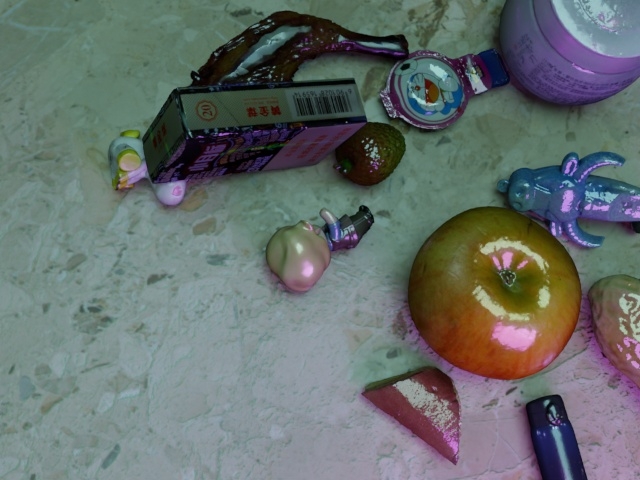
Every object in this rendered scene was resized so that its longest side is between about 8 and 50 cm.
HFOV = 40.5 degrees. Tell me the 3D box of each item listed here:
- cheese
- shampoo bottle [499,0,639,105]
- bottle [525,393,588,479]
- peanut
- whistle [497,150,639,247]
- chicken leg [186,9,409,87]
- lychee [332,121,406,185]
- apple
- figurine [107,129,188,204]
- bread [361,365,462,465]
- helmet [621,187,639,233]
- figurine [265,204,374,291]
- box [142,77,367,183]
[{"bbox_3d":[0.224,-0.281,1.556,0.244,0.062,0.155,-19,80,-12],"label":"cheese"},{"bbox_3d":[0.461,-0.383,1.506,0.273,0.266,0.272,2,79,-9],"label":"shampoo bottle"},{"bbox_3d":[0.401,0.379,1.434,0.072,0.082,0.244,-13,80,-8],"label":"bottle"},{"bbox_3d":[0.572,0.190,1.469,0.149,0.149,0.313,-39,81,-13],"label":"peanut"},{"bbox_3d":[0.443,-0.077,1.509,0.269,0.180,0.093,9,33,12],"label":"whistle"},{"bbox_3d":[-0.040,-0.328,1.514,0.407,0.096,0.157,-17,84,-12],"label":"chicken leg"},{"bbox_3d":[0.082,-0.149,1.482,0.146,0.114,0.114,-29,83,-27],"label":"lychee"},{"bbox_3d":[0.282,0.082,1.401,0.286,0.233,0.285,1,78,-6],"label":"apple"},{"bbox_3d":[-0.266,-0.128,1.446,0.178,0.109,0.129,13,55,-8],"label":"figurine"},{"bbox_3d":[0.174,0.266,1.433,0.192,0.067,0.119,36,76,0],"label":"bread"},{"bbox_3d":[0.555,-0.055,1.562,0.065,0.049,0.084,-14,107,-45],"label":"helmet"},{"bbox_3d":[0.000,0.000,1.446,0.196,0.114,0.108,-35,84,-21],"label":"figurine"},{"bbox_3d":[-0.105,-0.175,1.374,0.310,0.198,0.084,-9,79,-29],"label":"box"}]
